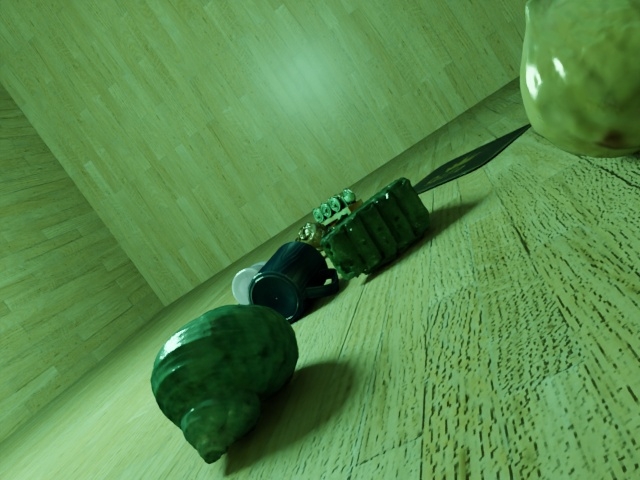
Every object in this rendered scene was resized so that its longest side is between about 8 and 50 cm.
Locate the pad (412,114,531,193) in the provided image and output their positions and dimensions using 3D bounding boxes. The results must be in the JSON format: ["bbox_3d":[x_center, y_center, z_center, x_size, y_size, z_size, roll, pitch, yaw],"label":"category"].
[{"bbox_3d":[0.308,-0.193,1.413,0.315,0.063,0.375,-38,7,-28],"label":"pad"}]

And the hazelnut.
[{"bbox_3d":[0.348,-0.220,0.653,0.261,0.241,0.261,-55,15,22],"label":"hazelnut"}]

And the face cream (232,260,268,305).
[{"bbox_3d":[-0.109,0.092,1.361,0.154,0.096,0.274,-34,-7,21],"label":"face cream"}]

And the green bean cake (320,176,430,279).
[{"bbox_3d":[0.085,-0.014,1.031,0.193,0.107,0.208,-38,6,-8],"label":"green bean cake"}]

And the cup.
[{"bbox_3d":[-0.047,0.070,1.035,0.150,0.113,0.138,-33,8,26],"label":"cup"}]

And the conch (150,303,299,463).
[{"bbox_3d":[-0.107,0.157,0.660,0.202,0.134,0.196,-50,-25,-47],"label":"conch"}]

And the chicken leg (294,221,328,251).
[{"bbox_3d":[-0.008,0.001,1.446,0.125,0.080,0.196,-5,-6,-10],"label":"chicken leg"}]

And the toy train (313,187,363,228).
[{"bbox_3d":[0.053,-0.065,1.546,0.074,0.118,0.176,-32,0,-36],"label":"toy train"}]

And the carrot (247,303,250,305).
[{"bbox_3d":[-0.142,0.155,1.168,0.061,0.061,0.210,-38,4,-27],"label":"carrot"}]
